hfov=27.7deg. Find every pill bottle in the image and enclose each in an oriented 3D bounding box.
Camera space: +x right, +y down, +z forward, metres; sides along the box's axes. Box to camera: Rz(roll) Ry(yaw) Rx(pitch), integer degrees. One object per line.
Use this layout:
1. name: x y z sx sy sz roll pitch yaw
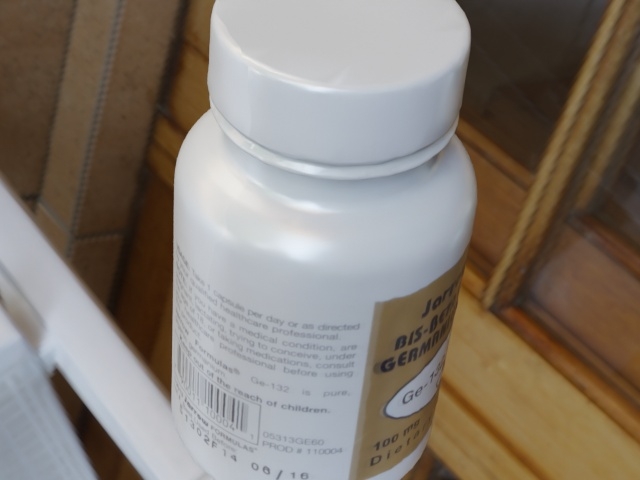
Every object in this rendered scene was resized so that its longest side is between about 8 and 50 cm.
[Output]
1. pill bottle: 0.000 0.000 0.575 0.131 0.131 0.229 -24 138 -30
